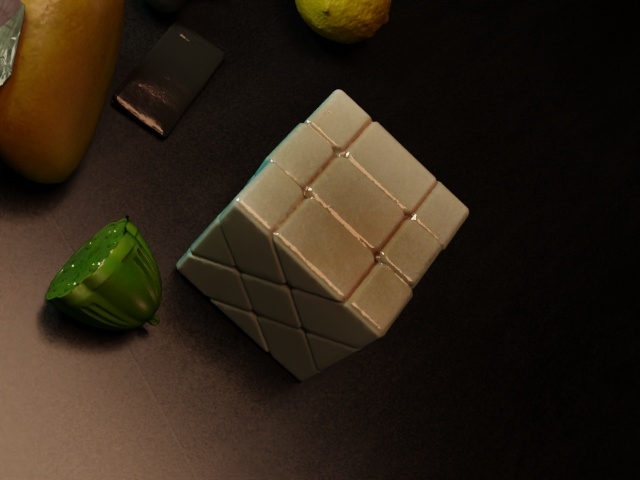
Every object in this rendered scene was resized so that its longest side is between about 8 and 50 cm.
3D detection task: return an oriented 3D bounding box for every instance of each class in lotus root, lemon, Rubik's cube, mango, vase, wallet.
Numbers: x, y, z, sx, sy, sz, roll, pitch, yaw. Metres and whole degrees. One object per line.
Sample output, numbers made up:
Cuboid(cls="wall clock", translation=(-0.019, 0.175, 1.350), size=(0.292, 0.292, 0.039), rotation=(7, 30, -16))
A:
Cuboid(cls="lotus root", translation=(-0.320, 0.081, 1.494), size=(0.186, 0.186, 0.186), rotation=(10, 64, -22))
Cuboid(cls="lemon", translation=(0.045, -0.511, 1.911), size=(0.231, 0.192, 0.192), rotation=(31, 57, -24))
Cuboid(cls="Rubik's cube", translation=(0.000, 0.000, 1.580), size=(0.319, 0.322, 0.316), rotation=(43, 58, -4))
Cuboid(cls="mango", translation=(-0.449, -0.316, 1.505), size=(0.232, 0.300, 0.446), rotation=(7, 96, 4))
Cuboid(cls="vase", translation=(-0.270, -0.510, 1.811), size=(0.182, 0.120, 0.120), rotation=(-17, 76, -45))
Cuboid(cls="wallet", translation=(-0.285, -0.311, 1.758), size=(0.124, 0.025, 0.244), rotation=(35, 57, -8))

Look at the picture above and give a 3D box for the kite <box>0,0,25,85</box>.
Cuboid(cls="kite", translation=(-0.614, -0.332, 1.350), size=(0.360, 0.022, 0.204), rotation=(27, 96, -1))
